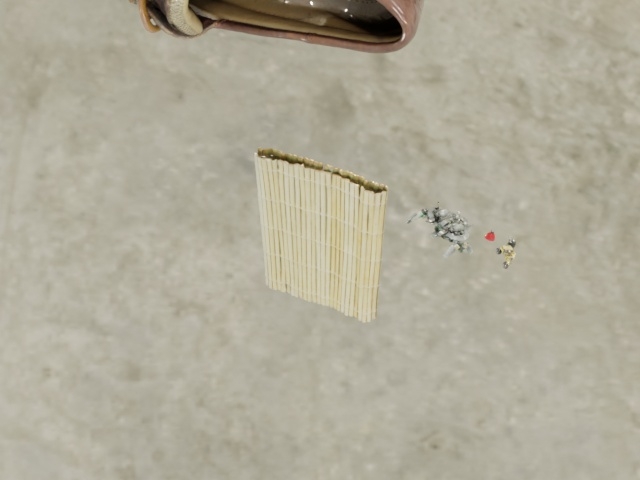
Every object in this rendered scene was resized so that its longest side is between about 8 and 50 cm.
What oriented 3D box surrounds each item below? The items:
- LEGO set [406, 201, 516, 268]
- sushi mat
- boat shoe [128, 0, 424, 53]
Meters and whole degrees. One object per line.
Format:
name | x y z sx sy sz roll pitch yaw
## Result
LEGO set | 0.106 -0.008 0.986 0.054 0.083 0.023 -96 17 -49
sushi mat | 0.000 0.000 1.576 0.151 0.316 0.019 18 62 10
boat shoe | -0.088 -0.207 0.956 0.342 0.123 0.123 18 131 -5
